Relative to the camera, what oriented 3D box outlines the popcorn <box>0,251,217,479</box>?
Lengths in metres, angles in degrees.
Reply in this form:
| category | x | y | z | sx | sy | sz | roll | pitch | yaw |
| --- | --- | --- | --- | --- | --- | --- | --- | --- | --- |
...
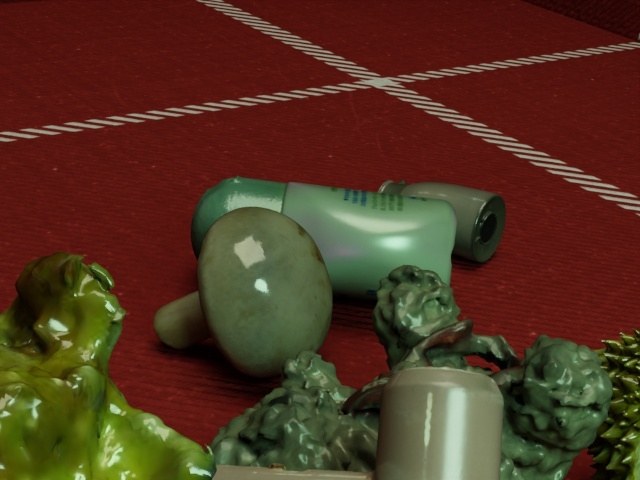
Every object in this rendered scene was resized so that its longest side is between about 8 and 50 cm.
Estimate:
| category | x | y | z | sx | sy | sz | roll | pitch | yaw |
| --- | --- | --- | --- | --- | --- | --- | --- | --- | --- |
| popcorn | -0.250 | 0.202 | 0.958 | 0.325 | 0.290 | 0.321 | 6 | 37 | -3 |

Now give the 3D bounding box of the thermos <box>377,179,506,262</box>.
| category | x | y | z | sx | sy | sz | roll | pitch | yaw |
| --- | --- | --- | --- | --- | --- | --- | --- | --- | --- |
| thermos | 0.163 | -0.030 | 1.746 | 0.193 | 0.105 | 0.137 | 17 | 59 | 30 |

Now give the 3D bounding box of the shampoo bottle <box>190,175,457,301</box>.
| category | x | y | z | sx | sy | sz | roll | pitch | yaw |
| --- | --- | --- | --- | --- | --- | --- | --- | --- | --- |
| shampoo bottle | 0.000 | 0.000 | 1.555 | 0.349 | 0.151 | 0.222 | 7 | 3 | 0 |

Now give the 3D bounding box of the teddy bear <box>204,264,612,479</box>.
| category | x | y | z | sx | sy | sz | roll | pitch | yaw |
| --- | --- | --- | --- | --- | --- | --- | --- | --- | --- |
| teddy bear | 0.048 | 0.189 | 1.131 | 0.367 | 0.225 | 0.357 | -12 | 21 | -24 |

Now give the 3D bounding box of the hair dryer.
| category | x | y | z | sx | sy | sz | roll | pitch | yaw |
| --- | --- | --- | --- | --- | --- | --- | --- | --- | --- |
| hair dryer | -0.017 | 0.205 | 0.989 | 0.344 | 0.189 | 0.107 | -2 | -20 | 22 |

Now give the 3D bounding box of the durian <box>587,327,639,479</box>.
| category | x | y | z | sx | sy | sz | roll | pitch | yaw |
| --- | --- | --- | --- | --- | --- | --- | --- | --- | --- |
| durian | 0.358 | 0.205 | 1.170 | 0.166 | 0.306 | 0.172 | -35 | 22 | 16 |

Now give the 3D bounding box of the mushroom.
| category | x | y | z | sx | sy | sz | roll | pitch | yaw |
| --- | --- | --- | --- | --- | --- | --- | --- | --- | --- |
| mushroom | -0.097 | 0.071 | 1.390 | 0.215 | 0.207 | 0.207 | -21 | 18 | 21 |
